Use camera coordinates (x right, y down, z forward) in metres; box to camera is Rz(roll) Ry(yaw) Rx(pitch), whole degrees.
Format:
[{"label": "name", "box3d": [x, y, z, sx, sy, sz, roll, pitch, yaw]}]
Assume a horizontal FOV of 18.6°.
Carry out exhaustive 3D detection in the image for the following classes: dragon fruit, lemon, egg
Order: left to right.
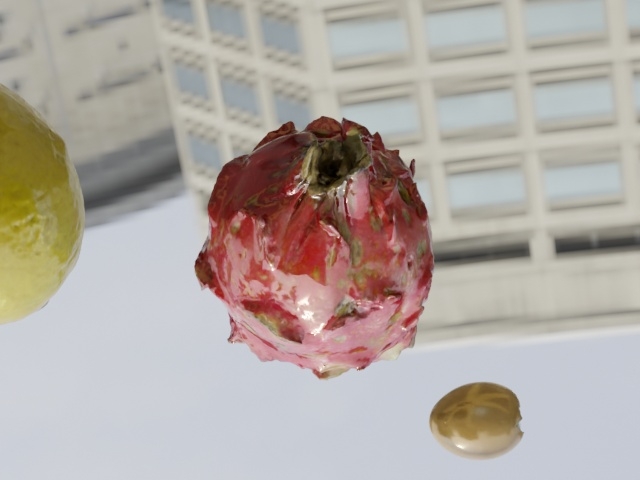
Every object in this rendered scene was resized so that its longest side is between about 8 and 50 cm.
[{"label": "lemon", "box3d": [-0.345, -0.042, 1.826, 0.233, 0.288, 0.233, -31, -151, 20]}, {"label": "dragon fruit", "box3d": [0.000, 0.000, 1.604, 0.210, 0.268, 0.205, -16, -116, -15]}, {"label": "egg", "box3d": [0.155, 0.182, 1.958, 0.096, 0.080, 0.080, -13, -156, -20]}]
